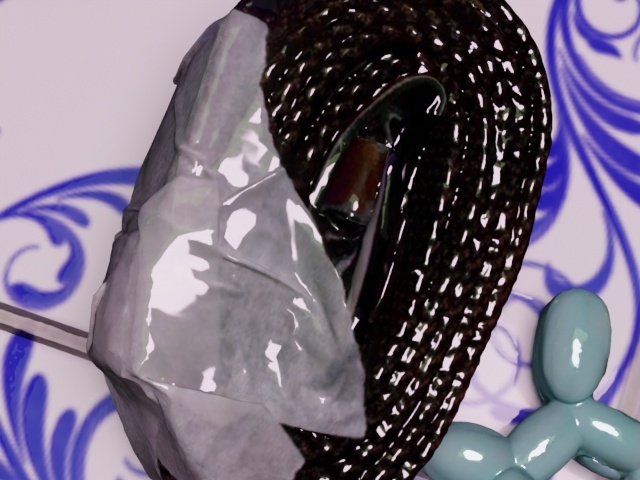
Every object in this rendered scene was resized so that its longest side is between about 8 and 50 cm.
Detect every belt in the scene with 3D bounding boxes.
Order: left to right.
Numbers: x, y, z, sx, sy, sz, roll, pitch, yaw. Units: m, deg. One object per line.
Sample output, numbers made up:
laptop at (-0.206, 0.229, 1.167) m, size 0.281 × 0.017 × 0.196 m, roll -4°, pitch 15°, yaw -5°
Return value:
belt at (0.000, 0.000, 0.593) m, size 0.184 × 0.164 × 0.289 m, roll 22°, pitch 80°, yaw -19°

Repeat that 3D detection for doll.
doll at (0.128, 0.109, 0.639) m, size 0.159 × 0.059 × 0.159 m, roll 25°, pitch 79°, yaw 3°
